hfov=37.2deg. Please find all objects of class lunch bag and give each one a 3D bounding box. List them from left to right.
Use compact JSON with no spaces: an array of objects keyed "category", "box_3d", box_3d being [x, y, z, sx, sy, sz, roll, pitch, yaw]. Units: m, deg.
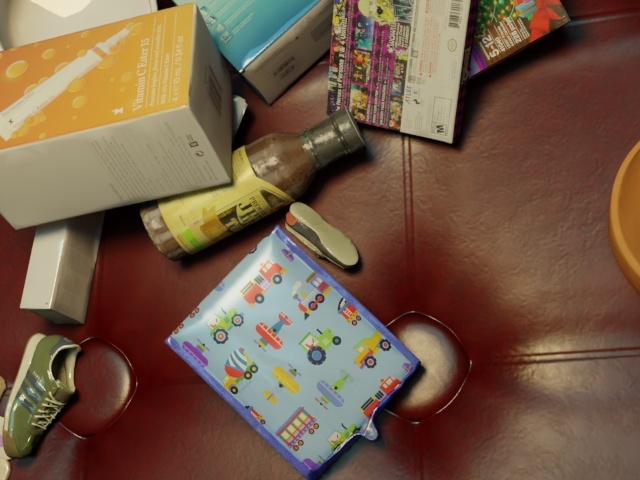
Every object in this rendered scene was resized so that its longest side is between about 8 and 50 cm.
[{"category":"lunch bag","box_3d":[-0.024,0.165,1.303,0.293,0.138,0.221,43,85,16]}]

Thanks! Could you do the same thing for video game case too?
[{"category":"video game case","box_3d":[0.113,-0.273,1.368,0.210,0.042,0.232,16,117,25]}]

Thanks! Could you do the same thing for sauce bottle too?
[{"category":"sauce bottle","box_3d":[-0.098,-0.088,1.409,0.344,0.111,0.111,-28,66,9]}]

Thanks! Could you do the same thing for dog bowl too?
[{"category":"dog bowl","box_3d":[-0.392,-0.359,1.531,0.264,0.104,0.265,-1,99,-7]}]

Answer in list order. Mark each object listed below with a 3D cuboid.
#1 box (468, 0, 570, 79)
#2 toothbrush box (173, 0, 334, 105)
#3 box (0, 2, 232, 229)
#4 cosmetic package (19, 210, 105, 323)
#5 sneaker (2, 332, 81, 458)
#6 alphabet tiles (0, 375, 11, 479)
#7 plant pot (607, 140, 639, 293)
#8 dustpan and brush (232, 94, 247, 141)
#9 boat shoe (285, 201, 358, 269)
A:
[{"category":"box","box_3d":[0.200,-0.391,1.365,0.201,0.057,0.293,-29,93,18]},{"category":"toothbrush box","box_3d":[-0.109,-0.398,1.513,0.216,0.126,0.295,-43,65,1]},{"category":"box","box_3d":[-0.316,-0.177,1.376,0.345,0.168,0.215,-12,52,11]},{"category":"cosmetic package","box_3d":[-0.396,0.003,1.483,0.060,0.099,0.239,1,71,18]},{"category":"sneaker","box_3d":[-0.412,0.233,1.425,0.086,0.064,0.192,0,69,23]},{"category":"alphabet tiles","box_3d":[-0.599,0.329,1.477,0.278,0.021,0.284,15,77,22]},{"category":"plant pot","box_3d":[0.501,-0.058,1.160,0.290,0.203,0.291,-6,69,15]},{"category":"dustpan and brush","box_3d":[-0.221,-0.185,1.522,0.211,0.060,0.147,23,92,17]},{"category":"boat shoe","box_3d":[0.000,0.000,1.389,0.137,0.049,0.043,41,130,23]}]
